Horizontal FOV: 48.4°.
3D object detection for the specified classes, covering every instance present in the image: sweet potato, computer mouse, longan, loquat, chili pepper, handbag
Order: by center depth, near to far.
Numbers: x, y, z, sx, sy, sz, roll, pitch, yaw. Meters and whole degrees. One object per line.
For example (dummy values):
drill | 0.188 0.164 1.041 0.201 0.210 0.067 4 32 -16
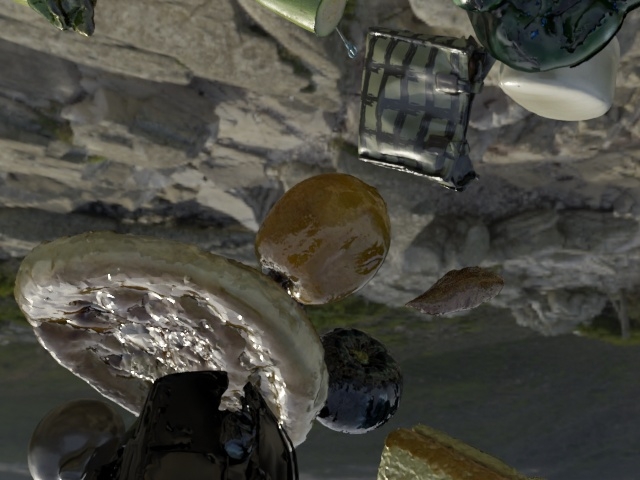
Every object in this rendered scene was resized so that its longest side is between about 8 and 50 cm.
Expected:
computer mouse | -0.069 0.172 0.399 0.078 0.241 0.146 -33 120 33
chili pepper | 0.265 -0.349 0.877 0.233 0.256 0.248 -32 119 12
sweet potato | 0.201 0.077 1.061 0.206 0.068 0.060 -15 157 -38
loquat | 0.000 0.000 1.074 0.187 0.234 0.176 51 172 -21
longan | -0.443 0.378 1.298 0.159 0.185 0.204 46 179 -18
handbag | 0.230 -0.307 1.609 0.163 0.325 0.327 -9 -157 -31

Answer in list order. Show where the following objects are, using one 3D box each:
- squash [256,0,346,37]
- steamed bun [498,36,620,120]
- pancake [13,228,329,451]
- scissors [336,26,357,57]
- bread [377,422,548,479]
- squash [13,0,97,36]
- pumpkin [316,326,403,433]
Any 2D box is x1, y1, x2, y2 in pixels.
squash | -0.054 -0.416 1.179 0.188 0.095 0.095 32 167 19
steamed bun | 0.440 -0.304 1.271 0.164 0.146 0.242 8 177 39
pancake | -0.150 0.117 0.713 0.356 0.065 0.356 17 142 13
scissors | 0.057 -0.452 1.610 0.006 0.036 0.083 -17 119 44
bread | 0.287 0.534 1.391 0.165 0.236 0.375 3 -173 -43
squash | -0.288 -0.283 0.658 0.287 0.137 0.137 35 161 9
pumpkin | 0.057 0.287 1.464 0.233 0.233 0.163 11 121 -16
